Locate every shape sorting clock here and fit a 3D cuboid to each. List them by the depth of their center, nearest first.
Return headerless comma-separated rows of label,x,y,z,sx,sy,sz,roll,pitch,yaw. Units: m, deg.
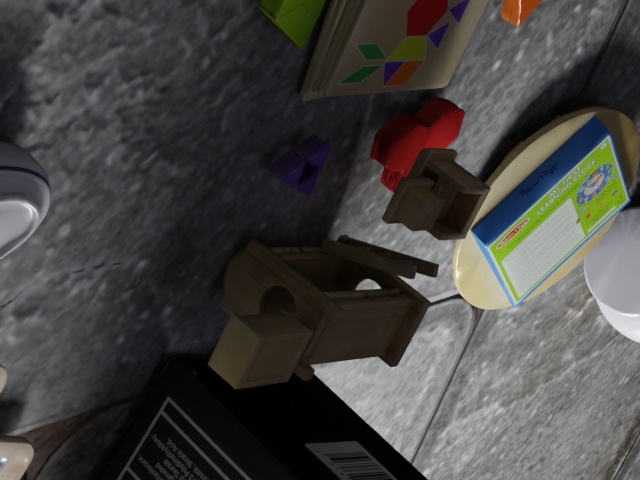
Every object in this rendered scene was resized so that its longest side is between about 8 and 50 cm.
shape sorting clock,0.191,-0.027,1.436,0.206,0.040,0.206,-31,147,-23

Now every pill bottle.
pill bottle,0.342,0.039,1.619,0.136,0.136,0.246,-55,150,10

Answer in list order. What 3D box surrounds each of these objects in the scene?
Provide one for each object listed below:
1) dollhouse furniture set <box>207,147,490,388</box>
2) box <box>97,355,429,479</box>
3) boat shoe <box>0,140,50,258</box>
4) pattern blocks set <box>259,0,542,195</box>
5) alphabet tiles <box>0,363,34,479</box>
dollhouse furniture set,0.000,0.000,1.152,0.182,0.101,0.161,-2,124,-53
box,-0.040,0.286,1.234,0.183,0.296,0.294,9,118,-57
boat shoe,-0.239,0.029,0.878,0.258,0.084,0.095,-29,144,-32
pattern blocks set,0.065,-0.169,1.115,0.285,0.026,0.325,0,125,-54
alphabet tiles,-0.306,0.180,1.028,0.284,0.021,0.278,-56,150,12
